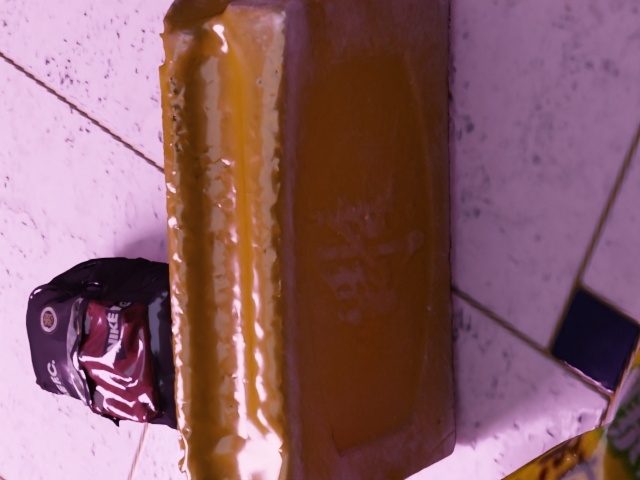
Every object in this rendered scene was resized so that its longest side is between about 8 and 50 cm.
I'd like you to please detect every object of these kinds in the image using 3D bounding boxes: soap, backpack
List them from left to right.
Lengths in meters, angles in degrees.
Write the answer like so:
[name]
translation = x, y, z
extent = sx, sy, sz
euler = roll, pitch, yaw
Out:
[backpack]
translation = -0.139, 0.072, 1.315
extent = 0.165, 0.106, 0.120
euler = -2, 103, 37
[soap]
translation = 0.000, 0.000, 1.127
extent = 0.091, 0.199, 0.315
euler = 8, 103, 34

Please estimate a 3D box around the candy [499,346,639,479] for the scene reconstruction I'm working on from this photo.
[candy]
translation = 0.158, 0.176, 1.098
extent = 0.297, 0.081, 0.187
euler = -38, 80, 27
